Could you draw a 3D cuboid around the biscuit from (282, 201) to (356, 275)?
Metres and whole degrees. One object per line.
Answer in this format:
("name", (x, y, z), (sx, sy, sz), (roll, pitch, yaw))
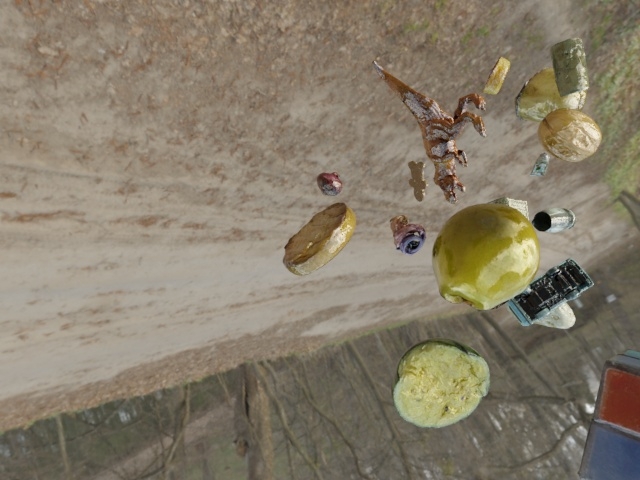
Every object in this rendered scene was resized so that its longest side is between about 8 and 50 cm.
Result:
("biscuit", (0.000, 0.000, 1.559), (0.296, 0.102, 0.296), (-39, -161, 17))

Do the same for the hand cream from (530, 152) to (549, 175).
("hand cream", (0.908, -0.308, 1.928), (0.057, 0.037, 0.165), (5, 157, 15))

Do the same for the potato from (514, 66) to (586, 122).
("potato", (0.958, -0.577, 1.908), (0.285, 0.243, 0.242), (-21, 161, -33))

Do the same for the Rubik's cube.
("Rubik's cube", (0.851, 0.465, 1.132), (0.318, 0.314, 0.316), (13, -177, 40))

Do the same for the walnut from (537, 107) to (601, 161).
("walnut", (0.821, -0.346, 1.546), (0.159, 0.206, 0.159), (-62, -174, 12))

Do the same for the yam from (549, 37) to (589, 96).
("yam", (0.884, -0.603, 1.656), (0.107, 0.194, 0.107), (-8, 175, -1))

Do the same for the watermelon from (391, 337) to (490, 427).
("watermelon", (0.392, 0.453, 1.581), (0.330, 0.189, 0.331), (-2, 121, -4))

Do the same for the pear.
("pear", (0.519, 0.014, 1.499), (0.387, 0.340, 0.191), (-58, 144, -33))

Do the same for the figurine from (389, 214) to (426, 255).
("figurine", (0.301, -0.032, 1.685), (0.114, 0.157, 0.126), (-1, 139, -48))

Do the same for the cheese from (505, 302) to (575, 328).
("cheese", (0.886, 0.279, 1.915), (0.093, 0.159, 0.262), (-47, -153, -24))

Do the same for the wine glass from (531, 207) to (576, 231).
("wine glass", (1.024, -0.089, 2.056), (0.204, 0.111, 0.111), (-7, 153, -35))

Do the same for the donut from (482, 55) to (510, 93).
("donut", (0.700, -0.648, 1.856), (0.152, 0.058, 0.152), (-59, 167, -23))

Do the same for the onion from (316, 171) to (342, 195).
("onion", (0.036, -0.218, 1.784), (0.097, 0.107, 0.107), (-52, 163, -4))

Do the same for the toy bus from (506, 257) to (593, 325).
("toy bus", (0.826, 0.197, 1.714), (0.271, 0.133, 0.165), (-31, 158, -3))

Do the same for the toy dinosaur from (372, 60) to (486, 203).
("toy dinosaur", (0.321, -0.313, 1.218), (0.208, 0.433, 0.097), (-21, -171, 31))

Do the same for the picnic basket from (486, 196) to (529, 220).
("picnic basket", (0.772, -0.067, 1.959), (0.154, 0.197, 0.134), (3, 169, -27))

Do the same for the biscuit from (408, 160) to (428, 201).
("biscuit", (0.486, -0.293, 2.321), (0.031, 0.205, 0.138), (-18, -161, -22))
